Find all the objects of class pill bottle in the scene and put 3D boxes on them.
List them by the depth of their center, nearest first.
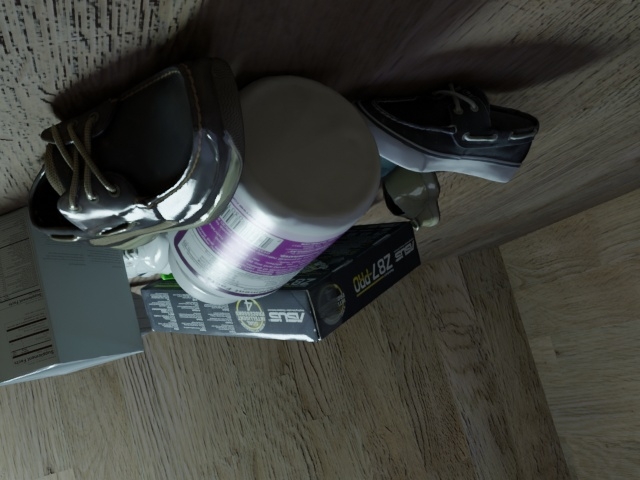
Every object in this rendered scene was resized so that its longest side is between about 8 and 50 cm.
[{"bbox_3d":[-0.072,-0.033,0.789,0.169,0.169,0.301,-11,163,-30],"label":"pill bottle"}]

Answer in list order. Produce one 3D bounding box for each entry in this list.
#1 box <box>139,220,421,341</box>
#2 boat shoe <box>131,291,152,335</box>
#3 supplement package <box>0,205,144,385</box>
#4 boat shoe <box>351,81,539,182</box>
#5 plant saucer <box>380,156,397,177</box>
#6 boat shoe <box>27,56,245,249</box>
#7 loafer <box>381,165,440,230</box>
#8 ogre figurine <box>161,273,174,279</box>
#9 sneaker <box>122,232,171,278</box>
[{"bbox_3d":[-0.070,0.063,1.261,0.394,0.097,0.318,-3,-165,38],"label":"box"},{"bbox_3d":[-0.550,0.174,1.670,0.335,0.121,0.119,7,166,-41],"label":"boat shoe"},{"bbox_3d":[-0.374,0.079,0.978,0.149,0.203,0.194,-18,171,16],"label":"supplement package"},{"bbox_3d":[0.160,-0.143,0.872,0.301,0.108,0.102,6,127,-37],"label":"boat shoe"},{"bbox_3d":[0.049,-0.109,1.085,0.194,0.038,0.195,-14,172,-2],"label":"plant saucer"},{"bbox_3d":[-0.187,-0.058,0.666,0.130,0.132,0.355,-10,169,-35],"label":"boat shoe"},{"bbox_3d":[0.157,-0.084,1.265,0.092,0.102,0.268,-15,162,5],"label":"loafer"},{"bbox_3d":[-0.213,0.019,1.215,0.118,0.097,0.197,-6,-151,-31],"label":"ogre figurine"},{"bbox_3d":[-0.296,0.017,1.140,0.094,0.090,0.235,1,162,-32],"label":"sneaker"}]
